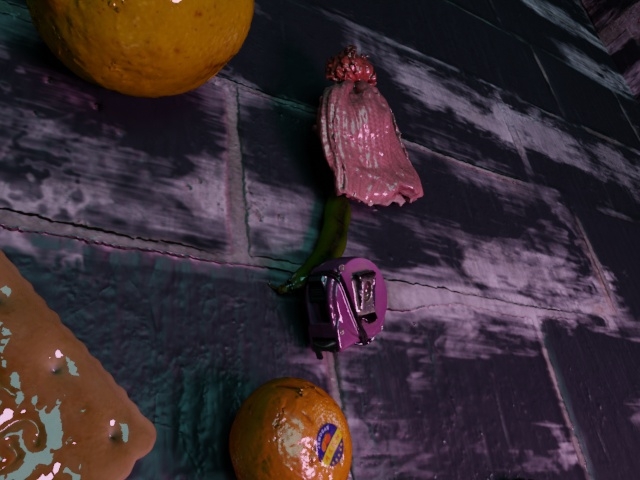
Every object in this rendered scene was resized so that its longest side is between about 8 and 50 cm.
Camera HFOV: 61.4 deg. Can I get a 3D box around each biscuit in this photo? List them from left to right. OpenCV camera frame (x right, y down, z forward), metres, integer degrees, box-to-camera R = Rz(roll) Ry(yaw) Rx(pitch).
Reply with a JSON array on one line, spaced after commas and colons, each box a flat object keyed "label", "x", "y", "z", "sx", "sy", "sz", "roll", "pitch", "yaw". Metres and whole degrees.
[{"label": "biscuit", "x": -0.304, "y": 0.120, "z": 0.442, "sx": 0.325, "sy": 0.044, "sz": 0.217, "roll": 53, "pitch": 44, "yaw": -5}]

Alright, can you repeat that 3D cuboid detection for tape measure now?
[{"label": "tape measure", "x": 0.036, "y": 0.084, "z": 0.709, "sx": 0.118, "sy": 0.074, "sz": 0.125, "roll": -12, "pitch": 94, "yaw": -47}]

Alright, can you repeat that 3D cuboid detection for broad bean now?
[{"label": "broad bean", "x": 0.004, "y": 0.004, "z": 0.783, "sx": 0.069, "sy": 0.039, "sz": 0.227, "roll": 35, "pitch": 46, "yaw": -2}]

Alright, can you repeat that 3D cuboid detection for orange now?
[{"label": "orange", "x": -0.033, "y": 0.209, "z": 0.557, "sx": 0.135, "sy": 0.117, "sz": 0.136, "roll": 13, "pitch": 72, "yaw": -44}]

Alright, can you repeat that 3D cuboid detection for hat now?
[{"label": "hat", "x": 0.069, "y": -0.190, "z": 0.914, "sx": 0.236, "sy": 0.107, "sz": 0.286, "roll": -5, "pitch": 78, "yaw": -53}]

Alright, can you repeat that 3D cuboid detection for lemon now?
[{"label": "lemon", "x": -0.220, "y": -0.317, "z": 0.697, "sx": 0.310, "sy": 0.258, "sz": 0.258, "roll": -20, "pitch": 73, "yaw": -45}]

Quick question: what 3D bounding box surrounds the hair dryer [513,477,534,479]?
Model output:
[{"label": "hair dryer", "x": 0.228, "y": 0.330, "z": 0.665, "sx": 0.255, "sy": 0.128, "sz": 0.070, "roll": 0, "pitch": 59, "yaw": -48}]
